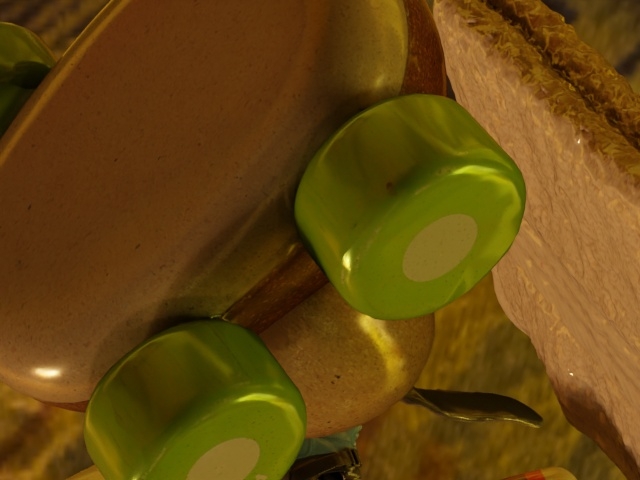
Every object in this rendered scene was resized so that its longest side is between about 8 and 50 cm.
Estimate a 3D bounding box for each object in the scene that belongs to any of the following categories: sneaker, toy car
[{"bbox_3d":[0.019,0.162,1.565,0.152,0.058,0.084,-23,75,-33],"label":"sneaker"},{"bbox_3d":[0.000,0.000,0.538,0.149,0.188,0.155,-46,54,11],"label":"toy car"}]

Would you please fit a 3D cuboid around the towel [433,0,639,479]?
[{"bbox_3d":[0.124,0.019,0.757,0.049,0.187,0.282,-23,34,-9],"label":"towel"}]

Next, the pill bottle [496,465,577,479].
[{"bbox_3d":[0.117,0.345,1.858,0.323,0.181,0.181,-14,58,0],"label":"pill bottle"}]

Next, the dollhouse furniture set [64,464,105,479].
[{"bbox_3d":[-0.213,0.379,1.737,0.198,0.303,0.286,45,41,20],"label":"dollhouse furniture set"}]
